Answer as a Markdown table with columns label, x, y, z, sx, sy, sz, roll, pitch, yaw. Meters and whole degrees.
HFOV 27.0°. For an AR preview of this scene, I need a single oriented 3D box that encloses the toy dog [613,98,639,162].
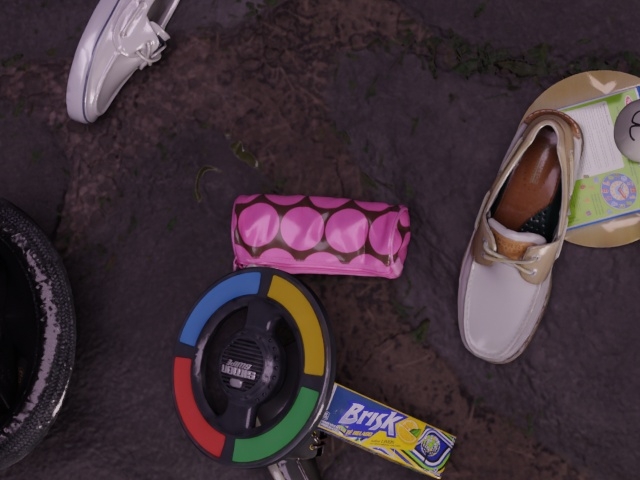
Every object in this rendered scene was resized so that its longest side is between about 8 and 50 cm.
| label | x | y | z | sx | sy | sz | roll | pitch | yaw |
| --- | --- | --- | --- | --- | --- | --- | --- | --- | --- |
| toy dog | 0.507 | -0.091 | 1.454 | 0.334 | 0.161 | 0.220 | -12 | 89 | -6 |

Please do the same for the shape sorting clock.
| label | x | y | z | sx | sy | sz | roll | pitch | yaw |
| --- | --- | --- | --- | --- | --- | --- | --- | --- | --- |
| shape sorting clock | 0.328 | -0.095 | 1.558 | 0.206 | 0.040 | 0.206 | 1 | 94 | 15 |

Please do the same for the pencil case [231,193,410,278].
| label | x | y | z | sx | sy | sz | roll | pitch | yaw |
| --- | --- | --- | --- | --- | --- | --- | --- | --- | --- |
| pencil case | 0.000 | 0.000 | 1.565 | 0.209 | 0.095 | 0.098 | 1 | 47 | 9 |

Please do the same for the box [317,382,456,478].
| label | x | y | z | sx | sy | sz | roll | pitch | yaw |
| --- | --- | --- | --- | --- | --- | --- | --- | --- | --- |
| box | 0.065 | 0.215 | 1.520 | 0.169 | 0.059 | 0.054 | 25 | 79 | -18 |

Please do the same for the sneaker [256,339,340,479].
| label | x | y | z | sx | sy | sz | roll | pitch | yaw |
| --- | --- | --- | --- | --- | --- | --- | --- | --- | --- |
| sneaker | -0.011 | 0.222 | 1.552 | 0.118 | 0.083 | 0.222 | -29 | 82 | 3 |

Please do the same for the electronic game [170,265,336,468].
| label | x | y | z | sx | sy | sz | roll | pitch | yaw |
| --- | --- | --- | --- | --- | --- | --- | --- | --- | --- |
| electronic game | -0.079 | 0.142 | 1.505 | 0.229 | 0.048 | 0.229 | -9 | 75 | 33 |

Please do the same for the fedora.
| label | x | y | z | sx | sy | sz | roll | pitch | yaw |
| --- | --- | --- | --- | --- | --- | --- | --- | --- | --- |
| fedora | -0.416 | 0.110 | 1.573 | 0.334 | 0.152 | 0.334 | -1 | 85 | 7 |

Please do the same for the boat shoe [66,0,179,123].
| label | x | y | z | sx | sy | sz | roll | pitch | yaw |
| --- | --- | --- | --- | --- | --- | --- | --- | --- | --- |
| boat shoe | -0.224 | -0.254 | 1.609 | 0.084 | 0.095 | 0.258 | 23 | 90 | 12 |

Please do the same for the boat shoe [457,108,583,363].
| label | x | y | z | sx | sy | sz | roll | pitch | yaw |
| --- | --- | --- | --- | --- | --- | --- | --- | --- | --- |
| boat shoe | 0.219 | -0.003 | 1.516 | 0.113 | 0.103 | 0.302 | 14 | 97 | 14 |
